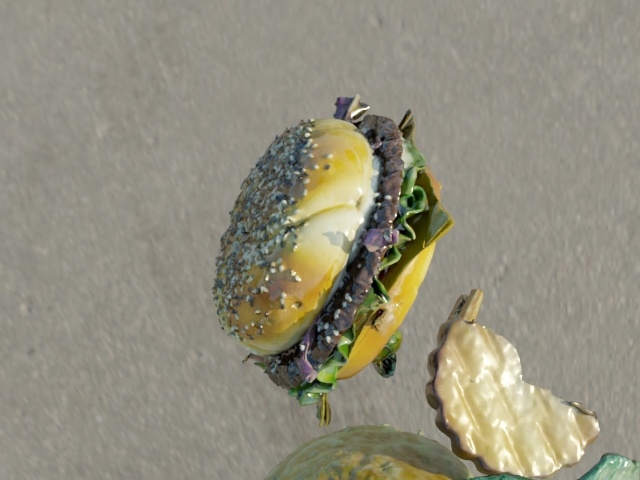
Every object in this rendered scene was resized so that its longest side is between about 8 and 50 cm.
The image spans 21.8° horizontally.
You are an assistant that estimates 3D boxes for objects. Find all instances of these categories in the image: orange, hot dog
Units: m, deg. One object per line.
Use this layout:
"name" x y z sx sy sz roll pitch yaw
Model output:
"orange" 0.069 0.319 1.606 0.271 0.210 0.368 41 33 -11
"hot dog" 0.140 0.079 1.635 0.021 0.037 0.083 45 47 -16

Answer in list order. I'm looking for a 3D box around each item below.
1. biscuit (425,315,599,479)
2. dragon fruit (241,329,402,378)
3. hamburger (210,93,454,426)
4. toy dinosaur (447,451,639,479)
"biscuit" 0.163 0.160 1.568 0.183 0.061 0.118 43 74 -5
"dragon fruit" 0.008 0.077 1.532 0.175 0.138 0.142 22 60 -20
"hamburger" -0.001 0.001 0.905 0.093 0.189 0.164 25 102 -15
"toy dinosaur" 0.089 0.245 1.298 0.383 0.129 0.076 -7 14 -25
